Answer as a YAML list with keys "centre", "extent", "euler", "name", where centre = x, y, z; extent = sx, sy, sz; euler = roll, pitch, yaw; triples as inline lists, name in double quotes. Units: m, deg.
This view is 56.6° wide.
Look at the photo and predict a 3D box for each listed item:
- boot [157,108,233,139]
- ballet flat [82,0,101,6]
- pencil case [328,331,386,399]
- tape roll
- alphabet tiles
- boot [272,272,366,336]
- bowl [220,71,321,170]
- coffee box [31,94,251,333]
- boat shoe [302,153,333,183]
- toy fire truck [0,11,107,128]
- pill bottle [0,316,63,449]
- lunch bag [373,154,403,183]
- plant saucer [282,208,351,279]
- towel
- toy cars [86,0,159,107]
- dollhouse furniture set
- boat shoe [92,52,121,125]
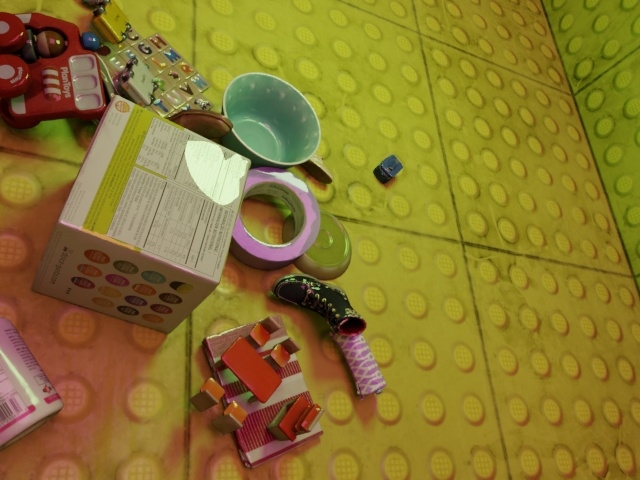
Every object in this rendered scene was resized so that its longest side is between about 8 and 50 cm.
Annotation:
- centre: [-0.366, -0.266, 1.546]
  extent: [0.112, 0.305, 0.115]
  euler: [51, 43, -53]
  name: "boot"
- centre: [-0.655, -0.777, 1.751]
  extent: [0.079, 0.077, 0.222]
  euler: [9, 59, -6]
  name: "ballet flat"
- centre: [0.103, 0.331, 1.633]
  extent: [0.088, 0.086, 0.206]
  euler: [-22, 76, -15]
  name: "pencil case"
- centre: [-0.142, -0.061, 1.644]
  extent: [0.274, 0.090, 0.275]
  euler: [8, 68, -20]
  name: "tape roll"
- centre: [-0.485, -0.471, 1.721]
  extent: [0.342, 0.011, 0.285]
  euler: [44, 50, -3]
  name: "alphabet tiles"
- centre: [0.001, 0.172, 1.591]
  extent: [0.236, 0.085, 0.178]
  euler: [16, 17, -29]
  name: "boot"
- centre: [-0.171, -0.317, 1.750]
  extent: [0.311, 0.163, 0.312]
  euler: [16, 57, -26]
  name: "bowl"
- centre: [-0.397, -0.038, 1.338]
  extent: [0.334, 0.337, 0.339]
  euler: [24, 54, -22]
  name: "coffee box"
- centre: [-0.019, -0.250, 1.876]
  extent: [0.170, 0.063, 0.059]
  euler: [41, 56, -7]
  name: "boat shoe"
- centre: [-0.660, -0.418, 1.438]
  extent: [0.253, 0.169, 0.303]
  euler: [-9, 70, -16]
  name: "toy fire truck"
- centre: [-0.639, 0.249, 1.140]
  extent: [0.160, 0.160, 0.283]
  euler: [-31, 84, -40]
  name: "pill bottle"
- centre: [0.232, -0.245, 2.036]
  extent: [0.067, 0.065, 0.098]
  euler: [47, 49, -3]
  name: "lunch bag"
- centre: [0.000, 0.000, 1.771]
  extent: [0.240, 0.037, 0.241]
  euler: [15, 59, -26]
  name: "plant saucer"
- centre: [-0.141, 0.366, 1.484]
  extent: [0.236, 0.037, 0.329]
  euler: [-11, 74, -39]
  name: "towel"
- centre: [-0.552, -0.508, 1.630]
  extent: [0.394, 0.087, 0.176]
  euler: [64, 12, 13]
  name: "toy cars"
- centre: [-0.125, 0.341, 1.392]
  extent: [0.259, 0.135, 0.262]
  euler: [48, 48, -6]
  name: "dollhouse furniture set"
- centre: [-0.601, -0.410, 1.545]
  extent: [0.109, 0.091, 0.305]
  euler: [-35, 87, 2]
  name: "boat shoe"
